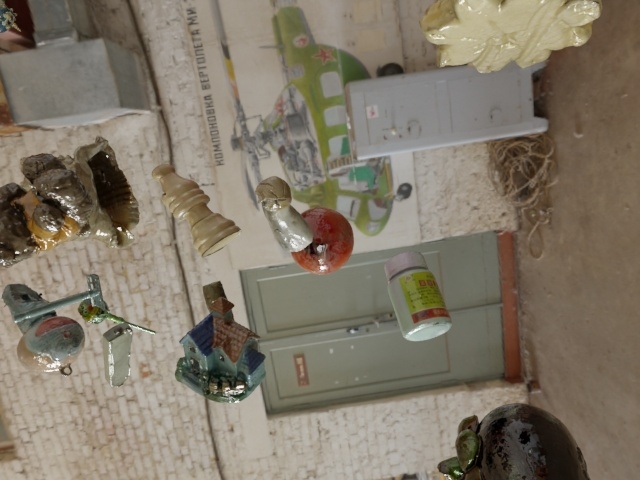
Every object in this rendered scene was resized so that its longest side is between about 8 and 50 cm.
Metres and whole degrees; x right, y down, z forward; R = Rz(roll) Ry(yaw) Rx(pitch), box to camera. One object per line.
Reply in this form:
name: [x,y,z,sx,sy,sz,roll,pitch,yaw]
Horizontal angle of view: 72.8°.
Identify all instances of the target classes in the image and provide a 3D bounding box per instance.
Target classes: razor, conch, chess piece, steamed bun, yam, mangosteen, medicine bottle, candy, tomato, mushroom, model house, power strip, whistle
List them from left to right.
whistle: [-0.844,0.259,1.320,0.348,0.189,0.189,53,175,9]
razor: [-0.733,0.181,1.224,0.232,0.068,0.106,-23,-66,-50]
conch: [-0.554,-0.103,1.004,0.324,0.186,0.263,89,-162,-64]
power strip: [-0.660,0.380,1.416,0.048,0.080,0.286,37,129,25]
candy: [-0.703,0.276,1.526,0.305,0.083,0.091,41,-169,-49]
chess piece: [-0.389,-0.108,1.317,0.307,0.138,0.124,52,178,2]
model house: [-0.171,0.176,0.741,0.119,0.148,0.149,-35,-45,-48]
yam: [-0.219,0.227,1.032,0.061,0.061,0.274,-98,-8,-80]
mushroom: [-0.084,-0.058,0.962,0.092,0.081,0.223,44,166,34]
tomato: [0.000,0.000,1.337,0.184,0.208,0.208,36,-137,-65]
medicine bottle: [0.268,0.157,1.223,0.139,0.139,0.226,81,175,-58]
steamed bun: [0.328,-0.421,0.778,0.295,0.292,0.137,-2,83,57]
mangosteen: [0.445,0.531,0.976,0.300,0.300,0.301,-9,-90,-90]

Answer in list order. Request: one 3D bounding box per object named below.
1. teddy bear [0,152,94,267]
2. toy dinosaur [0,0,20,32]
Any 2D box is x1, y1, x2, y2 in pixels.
teddy bear: [-0.462,-0.036,0.692,0.177,0.190,0.140,24,141,38]
toy dinosaur: [-0.485,-0.342,0.648,0.083,0.047,0.030,46,166,10]
